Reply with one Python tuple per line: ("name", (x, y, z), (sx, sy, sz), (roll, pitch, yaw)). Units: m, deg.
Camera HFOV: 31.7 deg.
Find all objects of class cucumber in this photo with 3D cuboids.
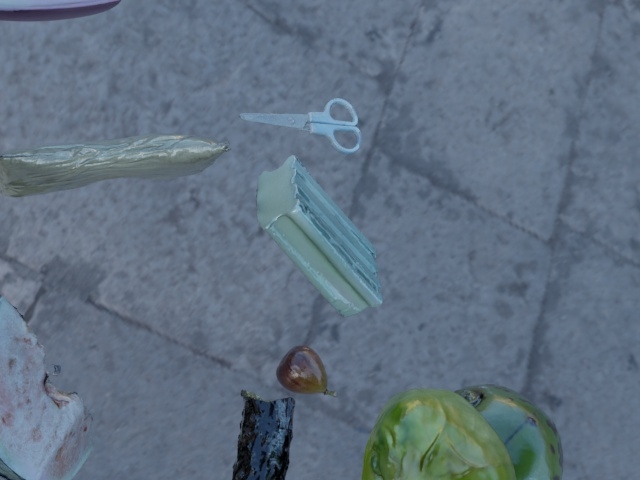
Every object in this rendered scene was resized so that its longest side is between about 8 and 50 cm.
("cucumber", (-0.088, 0.327, 1.389), (0.081, 0.072, 0.303), (7, 58, 3))

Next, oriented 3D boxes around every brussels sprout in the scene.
("brussels sprout", (0.135, 0.275, 1.332), (0.223, 0.161, 0.223), (36, 43, -42))

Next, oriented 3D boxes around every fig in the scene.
("fig", (-0.017, 0.248, 2.024), (0.125, 0.089, 0.089), (39, 57, -8))

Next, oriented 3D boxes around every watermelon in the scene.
("watermelon", (-0.484, 0.259, 1.683), (0.322, 0.175, 0.188), (62, 36, -25))

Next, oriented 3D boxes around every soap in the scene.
("soap", (0.000, 0.000, 1.414), (0.198, 0.063, 0.114), (49, 23, -34))

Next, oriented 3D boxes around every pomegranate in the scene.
("pomegranate", (0.220, 0.332, 1.559), (0.254, 0.254, 0.271), (-13, 108, -31))

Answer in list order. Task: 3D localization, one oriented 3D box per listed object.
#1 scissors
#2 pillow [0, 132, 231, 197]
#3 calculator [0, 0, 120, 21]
("scissors", (-0.011, -0.070, 0.658), (0.083, 0.006, 0.036), (3, 70, -33))
("pillow", (-0.219, -0.082, 1.167), (0.229, 0.148, 0.050), (-7, 92, -15))
("calculator", (-0.363, -0.302, 1.171), (0.294, 0.043, 0.194), (-5, 59, -37))
